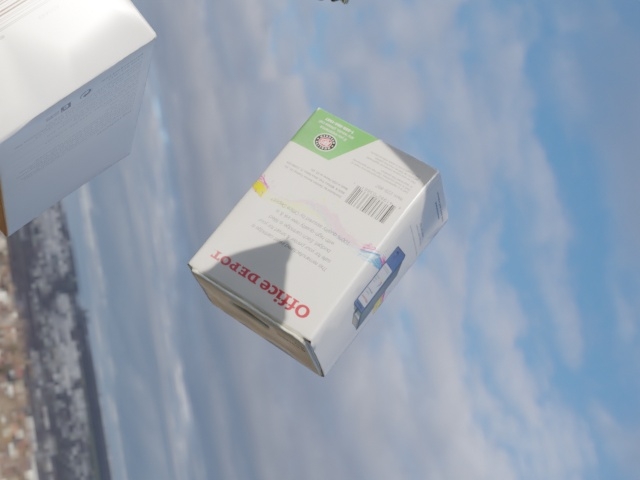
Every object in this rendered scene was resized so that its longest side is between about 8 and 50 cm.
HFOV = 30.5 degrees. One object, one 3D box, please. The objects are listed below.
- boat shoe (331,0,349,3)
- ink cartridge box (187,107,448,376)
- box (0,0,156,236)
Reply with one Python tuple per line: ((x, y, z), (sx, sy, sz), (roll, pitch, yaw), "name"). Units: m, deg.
((0.017, -0.283, 1.091), (0.121, 0.335, 0.119), (51, -61, 33), "boat shoe")
((0.000, 0.000, 1.139), (0.154, 0.212, 0.093), (30, -20, 25), "ink cartridge box")
((-0.297, -0.167, 1.111), (0.215, 0.168, 0.345), (52, -18, 2), "box")
